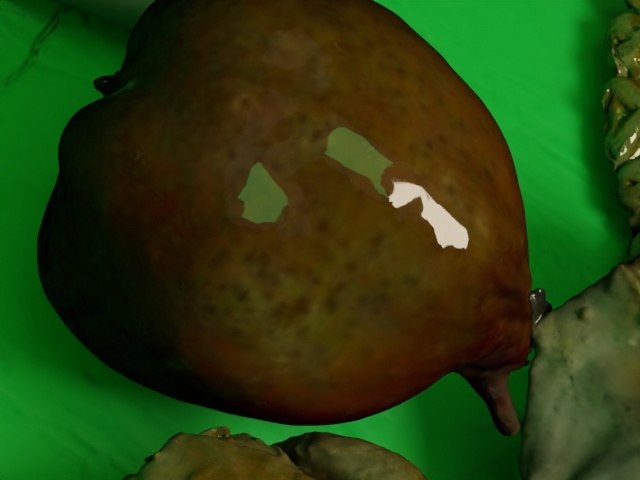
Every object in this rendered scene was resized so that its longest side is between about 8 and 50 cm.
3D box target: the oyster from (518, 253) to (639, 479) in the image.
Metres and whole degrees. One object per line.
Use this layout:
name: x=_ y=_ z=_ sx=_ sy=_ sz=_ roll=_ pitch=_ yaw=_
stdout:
oyster: x=0.145 y=0.124 z=0.957 sx=0.337 sy=0.133 sz=0.198 roll=-54 pitch=127 yaw=-13

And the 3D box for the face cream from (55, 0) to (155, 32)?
face cream: x=-0.120 y=-0.157 z=1.013 sx=0.250 sy=0.077 sz=0.077 roll=23 pitch=60 yaw=-14

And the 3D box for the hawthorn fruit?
hawthorn fruit: x=0.000 y=0.000 z=0.912 sx=0.248 sy=0.208 sz=0.208 roll=35 pitch=58 yaw=0

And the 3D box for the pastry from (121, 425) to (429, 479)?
pastry: x=-0.026 y=0.189 z=0.853 sx=0.229 sy=0.100 sz=0.218 roll=-31 pitch=80 yaw=-7

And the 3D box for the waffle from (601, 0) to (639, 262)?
waffle: x=0.254 y=-0.059 z=1.143 sx=0.208 sy=0.054 sz=0.214 roll=9 pitch=68 yaw=-24
